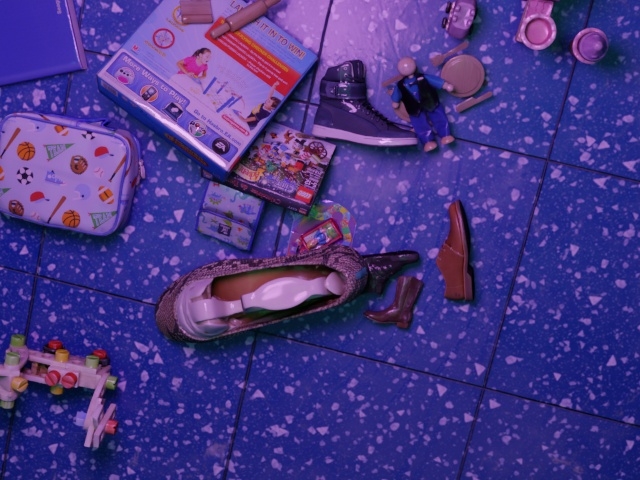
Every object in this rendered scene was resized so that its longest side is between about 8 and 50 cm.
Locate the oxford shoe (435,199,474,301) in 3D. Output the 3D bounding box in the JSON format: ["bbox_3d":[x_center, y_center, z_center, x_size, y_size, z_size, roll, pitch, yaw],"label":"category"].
[{"bbox_3d":[0.271,0.022,1.870,0.076,0.076,0.212,-1,100,17],"label":"oxford shoe"}]

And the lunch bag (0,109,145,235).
[{"bbox_3d":[-0.518,-0.146,1.896,0.303,0.115,0.243,12,99,4],"label":"lunch bag"}]

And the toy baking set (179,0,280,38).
[{"bbox_3d":[-0.173,-0.506,1.767,0.256,0.030,0.197,-30,84,-17],"label":"toy baking set"}]

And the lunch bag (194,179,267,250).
[{"bbox_3d":[-0.182,-0.065,1.890,0.129,0.096,0.151,21,113,2],"label":"lunch bag"}]

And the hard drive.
[{"bbox_3d":[-0.660,-0.428,1.892,0.319,0.040,0.210,-10,99,7],"label":"hard drive"}]

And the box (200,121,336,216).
[{"bbox_3d":[-0.104,-0.161,1.840,0.233,0.044,0.159,20,61,1],"label":"box"}]

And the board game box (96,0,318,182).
[{"bbox_3d":[-0.217,-0.324,1.778,0.308,0.086,0.302,37,73,-1],"label":"board game box"}]

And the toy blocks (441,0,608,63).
[{"bbox_3d":[0.406,-0.485,1.665,0.309,0.260,0.288,14,102,3],"label":"toy blocks"}]

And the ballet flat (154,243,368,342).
[{"bbox_3d":[-0.144,0.113,1.850,0.483,0.182,0.164,-14,95,14],"label":"ballet flat"}]

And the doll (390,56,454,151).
[{"bbox_3d":[0.203,-0.275,1.795,0.129,0.046,0.189,-19,109,24],"label":"doll"}]

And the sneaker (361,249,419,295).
[{"bbox_3d":[0.125,0.073,1.905,0.170,0.051,0.089,-6,99,12],"label":"sneaker"}]

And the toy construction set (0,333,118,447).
[{"bbox_3d":[-0.558,0.300,1.928,0.328,0.215,0.151,26,102,0],"label":"toy construction set"}]

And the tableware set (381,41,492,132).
[{"bbox_3d":[0.234,-0.306,1.827,0.194,0.039,0.128,-25,112,15],"label":"tableware set"}]

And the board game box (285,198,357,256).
[{"bbox_3d":[0.000,0.000,1.910,0.133,0.033,0.168,14,102,3],"label":"board game box"}]

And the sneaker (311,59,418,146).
[{"bbox_3d":[0.094,-0.269,1.803,0.226,0.086,0.163,14,101,23],"label":"sneaker"}]

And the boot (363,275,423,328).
[{"bbox_3d":[0.153,0.119,1.915,0.106,0.037,0.114,12,105,-10],"label":"boot"}]
